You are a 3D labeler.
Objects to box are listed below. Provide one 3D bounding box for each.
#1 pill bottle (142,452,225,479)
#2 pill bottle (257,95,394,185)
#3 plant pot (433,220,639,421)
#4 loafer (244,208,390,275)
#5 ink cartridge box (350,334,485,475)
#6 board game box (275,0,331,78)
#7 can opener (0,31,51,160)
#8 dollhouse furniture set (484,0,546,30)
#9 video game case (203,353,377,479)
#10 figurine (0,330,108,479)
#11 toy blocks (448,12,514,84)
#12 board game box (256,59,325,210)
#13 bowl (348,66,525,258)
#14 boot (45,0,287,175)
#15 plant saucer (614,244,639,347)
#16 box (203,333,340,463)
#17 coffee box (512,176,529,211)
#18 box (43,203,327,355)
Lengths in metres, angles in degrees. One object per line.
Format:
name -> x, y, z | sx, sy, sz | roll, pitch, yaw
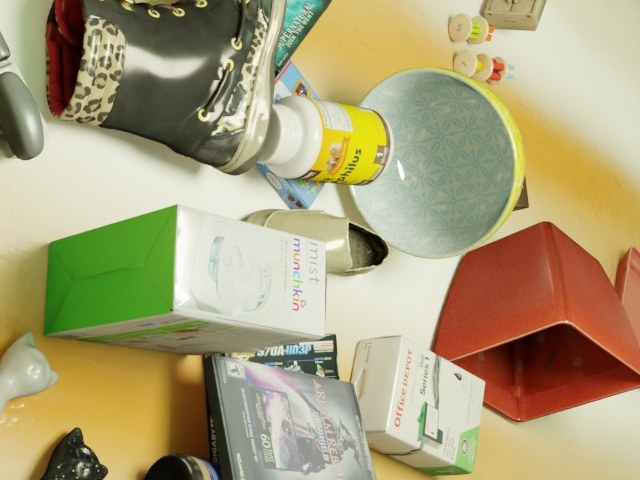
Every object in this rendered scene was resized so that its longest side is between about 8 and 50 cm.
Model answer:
pill bottle -> -0.115, 0.349, 1.361 | 0.219, 0.122, 0.123 | 25, 64, -40
pill bottle -> -0.003, -0.142, 1.531 | 0.215, 0.117, 0.117 | 3, 79, -44
plant pot -> 0.368, 0.128, 1.826 | 0.267, 0.267, 0.236 | 34, 46, -36
loafer -> 0.000, 0.000, 1.578 | 0.268, 0.092, 0.102 | 4, 78, -45
ink cartridge box -> 0.149, 0.260, 1.673 | 0.219, 0.092, 0.160 | 31, 60, -38
board game box -> -0.074, -0.336, 1.589 | 0.126, 0.026, 0.186 | 35, 54, -5
can opener -> -0.389, -0.224, 1.239 | 0.074, 0.093, 0.280 | -35, 101, -43
dollhouse furniture set -> 0.361, -0.536, 1.992 | 0.242, 0.212, 0.161 | 67, 39, -50
video game case -> -0.032, 0.262, 1.411 | 0.274, 0.026, 0.196 | 18, 49, -44
figurine -> -0.346, 0.227, 1.190 | 0.209, 0.092, 0.215 | -36, 106, -52
toy blocks -> 0.309, -0.355, 2.002 | 0.148, 0.054, 0.123 | 0, 82, -46
board game box -> -0.054, -0.172, 1.600 | 0.211, 0.039, 0.160 | 51, 50, -24
bowl -> 0.197, -0.126, 1.636 | 0.156, 0.289, 0.290 | -19, 95, -53
boot -> -0.197, -0.290, 1.390 | 0.284, 0.138, 0.377 | 10, 82, -36
plant saucer -> 0.689, 0.184, 2.276 | 0.259, 0.047, 0.258 | 38, 56, -33
box -> -0.061, 0.220, 1.496 | 0.220, 0.051, 0.175 | 3, 79, -45
coffee box -> 0.246, -0.122, 1.852 | 0.246, 0.098, 0.141 | 1, 81, -45
box -> -0.161, 0.061, 1.279 | 0.231, 0.262, 0.127 | 13, 72, -42
